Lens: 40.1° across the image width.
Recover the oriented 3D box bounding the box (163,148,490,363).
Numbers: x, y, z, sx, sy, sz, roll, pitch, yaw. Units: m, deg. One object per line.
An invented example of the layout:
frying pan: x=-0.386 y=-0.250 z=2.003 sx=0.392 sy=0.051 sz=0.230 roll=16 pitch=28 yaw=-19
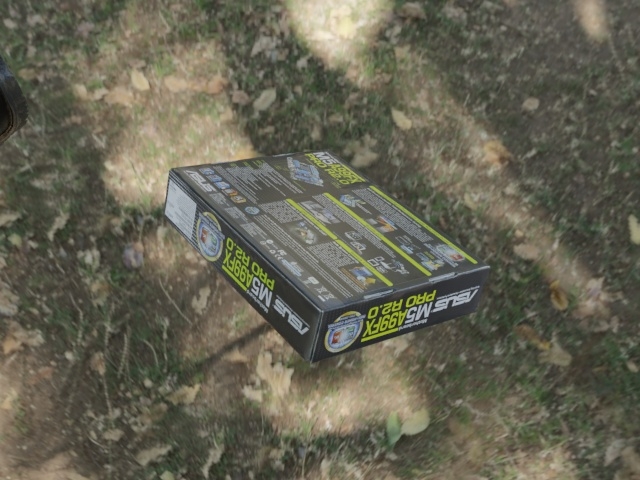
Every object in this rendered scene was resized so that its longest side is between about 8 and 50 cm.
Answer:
box: x=0.000 y=0.000 z=0.886 sx=0.216 sy=0.060 sz=0.270 roll=-11 pitch=38 yaw=-38

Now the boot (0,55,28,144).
boot: x=-0.580 y=-0.145 z=1.279 sx=0.260 sy=0.348 sz=0.131 roll=-38 pitch=93 yaw=-32
